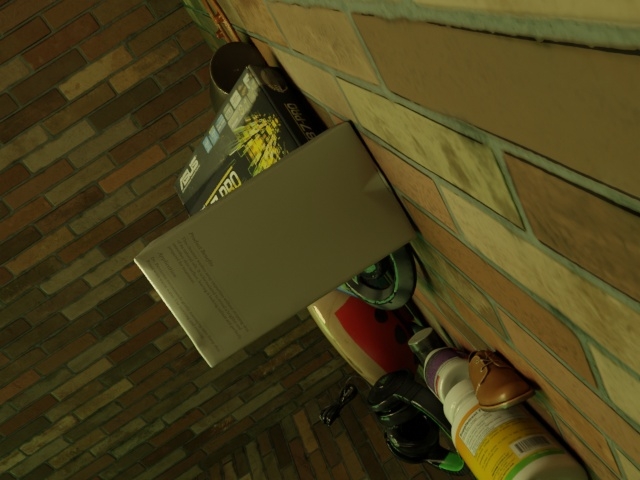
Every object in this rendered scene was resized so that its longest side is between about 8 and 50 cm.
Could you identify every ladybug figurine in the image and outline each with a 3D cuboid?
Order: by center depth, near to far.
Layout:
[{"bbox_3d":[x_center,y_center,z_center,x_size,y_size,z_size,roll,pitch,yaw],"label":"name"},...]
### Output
[{"bbox_3d":[0.126,0.227,1.587,0.449,0.162,0.305,49,-167,-16],"label":"ladybug figurine"}]

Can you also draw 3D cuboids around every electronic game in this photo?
[{"bbox_3d":[0.094,0.033,1.144,0.229,0.048,0.229,31,137,35],"label":"electronic game"}]

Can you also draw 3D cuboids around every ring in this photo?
[{"bbox_3d":[-0.286,-0.607,1.664,0.336,0.032,0.336,56,178,4],"label":"ring"}]

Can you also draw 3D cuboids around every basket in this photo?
[{"bbox_3d":[-0.200,-0.386,1.436,0.227,0.154,0.204,162,101,-83],"label":"basket"}]

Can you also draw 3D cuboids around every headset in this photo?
[{"bbox_3d":[0.174,0.422,1.357,0.394,0.185,0.243,13,136,51],"label":"headset"}]

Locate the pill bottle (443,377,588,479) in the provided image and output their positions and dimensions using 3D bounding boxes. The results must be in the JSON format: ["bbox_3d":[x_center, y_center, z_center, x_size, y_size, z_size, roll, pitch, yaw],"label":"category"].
[{"bbox_3d":[0.298,0.331,0.949,0.136,0.136,0.245,57,178,-25],"label":"pill bottle"}]

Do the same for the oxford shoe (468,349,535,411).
[{"bbox_3d":[0.259,0.207,0.889,0.212,0.076,0.076,93,154,-86],"label":"oxford shoe"}]

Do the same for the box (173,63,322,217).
[{"bbox_3d":[-0.140,-0.118,1.250,0.097,0.395,0.318,-10,-116,-45],"label":"box"}]

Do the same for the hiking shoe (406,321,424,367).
[{"bbox_3d":[0.300,0.327,1.766,0.226,0.086,0.114,56,175,-19],"label":"hiking shoe"}]

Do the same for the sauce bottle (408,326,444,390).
[{"bbox_3d":[0.319,0.359,1.340,0.344,0.111,0.111,55,179,-3],"label":"sauce bottle"}]

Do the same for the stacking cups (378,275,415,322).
[{"bbox_3d":[0.170,0.144,1.825,0.316,0.096,0.096,56,178,24],"label":"stacking cups"}]

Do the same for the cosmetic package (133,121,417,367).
[{"bbox_3d":[-0.070,-0.001,0.944,0.217,0.385,0.156,59,177,-11],"label":"cosmetic package"}]

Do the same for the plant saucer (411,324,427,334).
[{"bbox_3d":[0.334,0.356,1.550,0.317,0.044,0.317,60,-176,-7],"label":"plant saucer"}]

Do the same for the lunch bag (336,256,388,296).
[{"bbox_3d":[-0.010,0.020,1.397,0.293,0.138,0.221,11,157,23],"label":"lunch bag"}]

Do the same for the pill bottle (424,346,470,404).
[{"bbox_3d":[0.271,0.276,1.188,0.108,0.108,0.193,56,178,-2],"label":"pill bottle"}]
